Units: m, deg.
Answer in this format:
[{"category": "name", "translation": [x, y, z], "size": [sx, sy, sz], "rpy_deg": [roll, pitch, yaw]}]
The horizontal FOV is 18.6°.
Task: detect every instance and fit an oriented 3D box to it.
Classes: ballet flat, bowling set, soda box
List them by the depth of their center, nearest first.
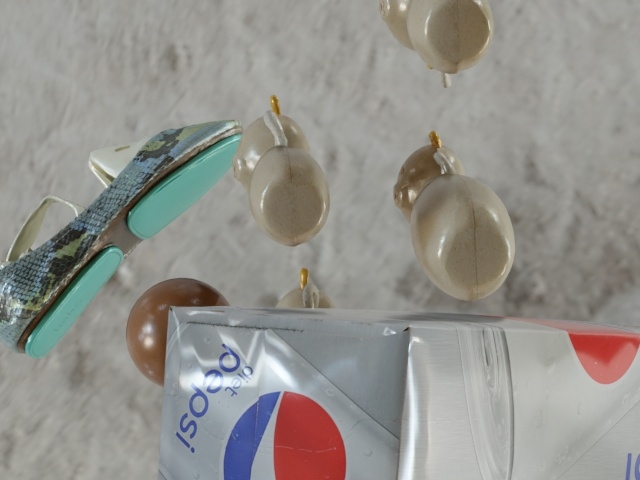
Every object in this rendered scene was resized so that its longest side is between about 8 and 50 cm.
[{"category": "soda box", "translation": [0.059, 0.075, 0.703], "size": [0.091, 0.286, 0.098], "rpy_deg": [3, 88, 32]}, {"category": "bowling set", "translation": [0.000, 0.000, 0.971], "size": [0.199, 0.154, 0.287], "rpy_deg": [-7, 105, -4]}, {"category": "ballet flat", "translation": [-0.127, -0.017, 1.139], "size": [0.188, 0.070, 0.070], "rpy_deg": [-45, 92, -8]}]
